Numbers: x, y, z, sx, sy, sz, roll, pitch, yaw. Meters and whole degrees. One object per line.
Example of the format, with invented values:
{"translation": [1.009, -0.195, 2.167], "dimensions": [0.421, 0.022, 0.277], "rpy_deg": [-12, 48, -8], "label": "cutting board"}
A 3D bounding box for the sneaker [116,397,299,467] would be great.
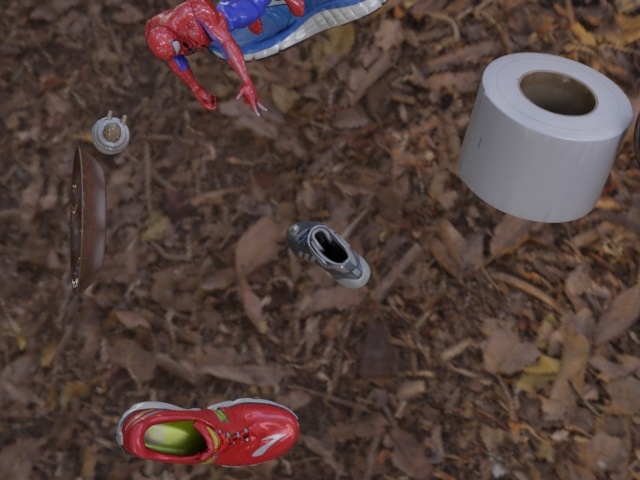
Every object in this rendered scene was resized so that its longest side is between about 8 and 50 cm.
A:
{"translation": [-0.158, 0.295, 1.527], "dimensions": [0.118, 0.278, 0.107], "rpy_deg": [-177, 87, -72], "label": "sneaker"}

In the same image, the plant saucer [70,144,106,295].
{"translation": [-0.307, -0.026, 1.368], "dimensions": [0.198, 0.036, 0.199], "rpy_deg": [-178, 90, -72], "label": "plant saucer"}

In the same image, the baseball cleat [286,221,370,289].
{"translation": [0.000, 0.000, 1.603], "dimensions": [0.072, 0.109, 0.206], "rpy_deg": [-48, 42, -11], "label": "baseball cleat"}

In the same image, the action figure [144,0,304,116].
{"translation": [-0.089, -0.193, 1.078], "dimensions": [0.091, 0.280, 0.139], "rpy_deg": [-19, 98, 27], "label": "action figure"}

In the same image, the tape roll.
{"translation": [0.360, -0.170, 1.676], "dimensions": [0.246, 0.169, 0.246], "rpy_deg": [7, 41, -6], "label": "tape roll"}

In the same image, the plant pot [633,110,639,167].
{"translation": [0.573, -0.148, 1.501], "dimensions": [0.167, 0.167, 0.165], "rpy_deg": [-55, 24, -4], "label": "plant pot"}

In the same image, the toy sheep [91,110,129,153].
{"translation": [-0.459, -0.230, 2.265], "dimensions": [0.132, 0.091, 0.091], "rpy_deg": [145, 148, -73], "label": "toy sheep"}

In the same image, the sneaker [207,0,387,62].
{"translation": [-0.053, -0.403, 1.704], "dimensions": [0.329, 0.147, 0.130], "rpy_deg": [-21, 22, 16], "label": "sneaker"}
